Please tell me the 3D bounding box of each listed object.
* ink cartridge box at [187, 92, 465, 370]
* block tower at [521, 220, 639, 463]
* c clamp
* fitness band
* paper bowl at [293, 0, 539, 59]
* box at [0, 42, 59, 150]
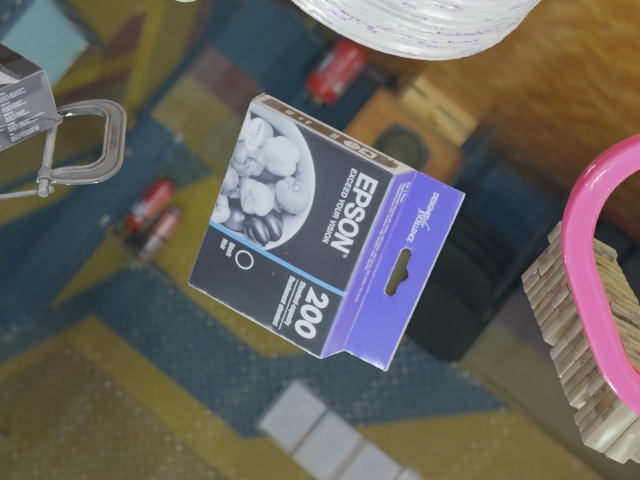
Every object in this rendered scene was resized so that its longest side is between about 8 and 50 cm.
[{"bbox_3d":[0.000,0.000,1.496,0.208,0.206,0.045,27,-152,11],"label":"ink cartridge box"},{"bbox_3d":[0.323,0.116,1.888,0.091,0.097,0.335,28,-153,-23],"label":"block tower"},{"bbox_3d":[-0.286,-0.106,1.837,0.137,0.160,0.022,-1,135,7],"label":"c clamp"},{"bbox_3d":[0.339,0.039,1.502,0.054,0.209,0.290,-76,-33,-74],"label":"fitness band"},{"bbox_3d":[0.073,-0.289,1.223,0.284,0.284,0.148,39,140,-3],"label":"paper bowl"},{"bbox_3d":[-0.488,-0.136,1.848,0.242,0.307,0.076,32,142,49],"label":"box"}]
